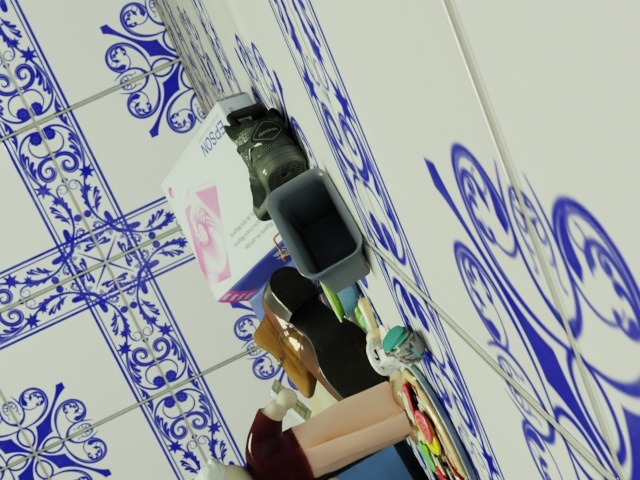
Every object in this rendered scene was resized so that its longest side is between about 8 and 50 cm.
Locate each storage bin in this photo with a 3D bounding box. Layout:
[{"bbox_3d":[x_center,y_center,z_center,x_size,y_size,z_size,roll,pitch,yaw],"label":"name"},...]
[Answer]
[{"bbox_3d":[0.000,0.000,1.333,0.135,0.098,0.091,62,-176,32],"label":"storage bin"}]

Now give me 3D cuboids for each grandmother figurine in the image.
[{"bbox_3d":[-0.025,0.294,1.524,0.208,0.342,0.104,66,175,-20],"label":"grandmother figurine"}]

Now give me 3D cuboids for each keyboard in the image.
[{"bbox_3d":[0.003,0.359,2.092,0.256,0.014,0.072,43,-165,-3],"label":"keyboard"}]

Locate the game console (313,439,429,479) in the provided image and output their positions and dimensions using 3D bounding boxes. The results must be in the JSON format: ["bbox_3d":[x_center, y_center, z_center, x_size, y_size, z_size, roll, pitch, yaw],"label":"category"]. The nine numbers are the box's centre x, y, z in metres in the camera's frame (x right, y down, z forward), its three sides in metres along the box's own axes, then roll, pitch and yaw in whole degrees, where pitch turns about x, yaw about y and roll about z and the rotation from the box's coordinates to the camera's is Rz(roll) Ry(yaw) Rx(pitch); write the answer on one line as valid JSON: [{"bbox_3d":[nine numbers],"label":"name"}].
[{"bbox_3d":[0.066,0.439,1.650,0.293,0.250,0.173,60,178,-6],"label":"game console"}]

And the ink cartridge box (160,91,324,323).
[{"bbox_3d":[-0.126,-0.024,1.800,0.330,0.071,0.324,63,148,10],"label":"ink cartridge box"}]

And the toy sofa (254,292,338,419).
[{"bbox_3d":[0.023,0.248,2.095,0.150,0.177,0.362,39,-169,-34],"label":"toy sofa"}]

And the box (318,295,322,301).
[{"bbox_3d":[-0.094,0.020,2.038,0.243,0.117,0.214,-144,38,-77],"label":"box"}]

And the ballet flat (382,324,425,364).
[{"bbox_3d":[0.094,0.120,1.221,0.114,0.041,0.041,180,65,-86],"label":"ballet flat"}]

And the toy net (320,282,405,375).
[{"bbox_3d":[0.064,0.133,1.518,0.232,0.045,0.122,-124,10,-57],"label":"toy net"}]

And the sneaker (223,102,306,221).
[{"bbox_3d":[-0.074,-0.112,1.550,0.227,0.087,0.130,88,158,-70],"label":"sneaker"}]

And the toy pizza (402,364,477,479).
[{"bbox_3d":[0.141,0.247,1.355,0.201,0.032,0.201,90,154,-78],"label":"toy pizza"}]

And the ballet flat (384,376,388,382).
[{"bbox_3d":[0.091,0.251,1.797,0.067,0.073,0.206,37,174,6],"label":"ballet flat"}]

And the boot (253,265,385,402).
[{"bbox_3d":[-0.015,0.200,1.733,0.264,0.096,0.280,44,154,14],"label":"boot"}]
